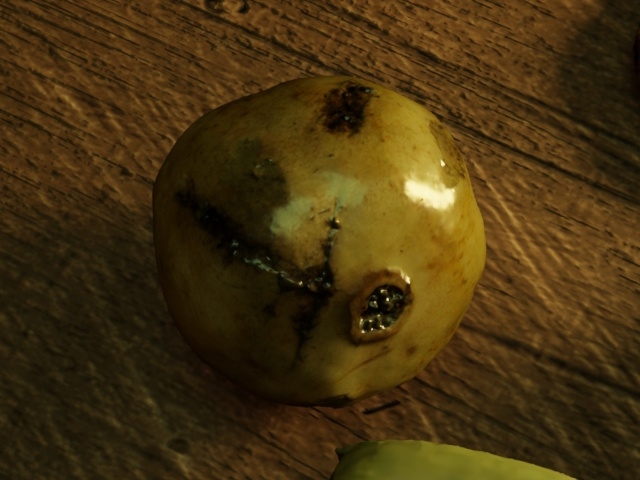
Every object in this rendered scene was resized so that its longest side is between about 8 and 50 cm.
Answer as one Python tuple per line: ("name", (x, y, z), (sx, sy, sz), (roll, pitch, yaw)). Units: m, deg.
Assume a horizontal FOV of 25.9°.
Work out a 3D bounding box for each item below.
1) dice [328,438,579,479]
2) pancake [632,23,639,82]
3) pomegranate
("dice", (0.086, 0.284, 0.927), (0.226, 0.233, 0.238), (14, 65, 8))
("pancake", (0.456, -0.161, 1.236), (0.356, 0.065, 0.356), (-1, 63, 3))
("pomegranate", (0.000, 0.000, 1.078), (0.260, 0.260, 0.260), (-1, 63, 2))
